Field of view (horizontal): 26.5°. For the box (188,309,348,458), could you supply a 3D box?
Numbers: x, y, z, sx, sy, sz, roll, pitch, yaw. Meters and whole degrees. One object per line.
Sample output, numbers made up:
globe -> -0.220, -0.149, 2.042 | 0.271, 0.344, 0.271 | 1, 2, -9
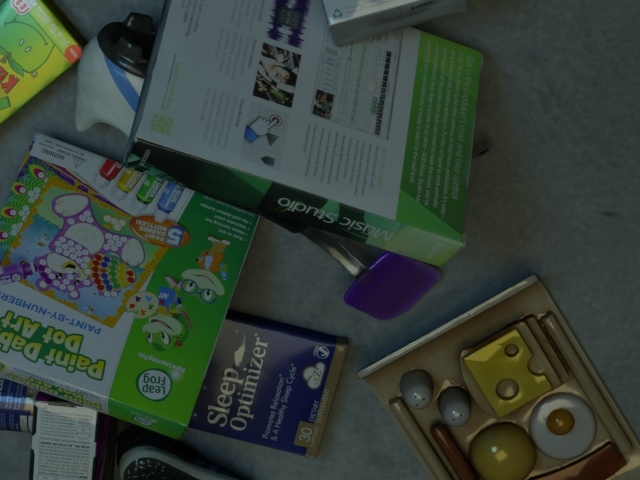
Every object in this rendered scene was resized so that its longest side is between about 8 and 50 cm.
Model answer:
box -> -0.095, 0.145, 1.471 | 0.225, 0.036, 0.136 | 14, 104, -2

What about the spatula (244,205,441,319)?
spatula -> 0.000, 0.000, 1.384 | 0.296, 0.030, 0.084 | 33, 110, -28

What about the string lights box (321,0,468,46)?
string lights box -> 0.042, -0.329, 1.276 | 0.133, 0.077, 0.260 | -14, 81, 4

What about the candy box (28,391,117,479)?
candy box -> -0.260, 0.250, 1.434 | 0.071, 0.159, 0.233 | 7, 105, -1

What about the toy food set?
toy food set -> 0.208, 0.209, 1.457 | 0.219, 0.092, 0.306 | -31, 103, 8

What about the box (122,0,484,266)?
box -> -0.007, -0.127, 1.293 | 0.322, 0.232, 0.058 | 17, 149, -12

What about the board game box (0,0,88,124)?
board game box -> -0.332, -0.171, 1.383 | 0.181, 0.043, 0.092 | -38, 102, 9

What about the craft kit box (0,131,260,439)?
craft kit box -> -0.214, 0.043, 1.360 | 0.250, 0.061, 0.247 | 20, 65, -5

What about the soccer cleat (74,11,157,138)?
soccer cleat -> -0.092, -0.107, 1.379 | 0.331, 0.116, 0.143 | 25, 126, -9

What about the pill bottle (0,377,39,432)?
pill bottle -> -0.349, 0.169, 1.460 | 0.120, 0.067, 0.067 | 6, 105, -2

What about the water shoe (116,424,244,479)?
water shoe -> -0.134, 0.257, 1.484 | 0.073, 0.080, 0.203 | -45, 125, 14
